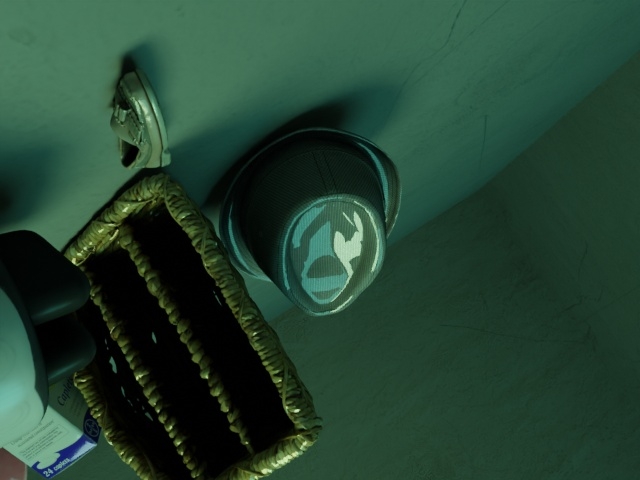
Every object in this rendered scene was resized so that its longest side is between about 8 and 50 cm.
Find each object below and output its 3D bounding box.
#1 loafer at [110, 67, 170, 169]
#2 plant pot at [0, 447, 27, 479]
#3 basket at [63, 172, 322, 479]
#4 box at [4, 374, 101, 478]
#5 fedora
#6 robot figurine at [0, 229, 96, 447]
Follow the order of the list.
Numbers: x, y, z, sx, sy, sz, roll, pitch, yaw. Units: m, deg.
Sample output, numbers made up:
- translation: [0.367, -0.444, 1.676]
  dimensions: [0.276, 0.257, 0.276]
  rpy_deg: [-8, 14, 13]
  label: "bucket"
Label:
- translation: [-0.139, -0.082, 0.416]
  dimensions: [0.039, 0.045, 0.125]
  rpy_deg: [-24, 171, -15]
  label: "loafer"
- translation: [-0.458, 0.247, 0.626]
  dimensions: [0.180, 0.202, 0.201]
  rpy_deg: [0, 149, -44]
  label: "plant pot"
- translation: [-0.160, 0.118, 0.580]
  dimensions: [0.213, 0.299, 0.223]
  rpy_deg: [-31, 173, -7]
  label: "basket"
- translation: [-0.313, 0.166, 0.621]
  dimensions: [0.072, 0.137, 0.126]
  rpy_deg: [-35, -155, 6]
  label: "box"
- translation: [0.000, 0.000, 0.688]
  dimensions: [0.243, 0.124, 0.276]
  rpy_deg: [-2, 132, -16]
  label: "fedora"
- translation: [-0.293, 0.082, 0.345]
  dimensions: [0.173, 0.209, 0.278]
  rpy_deg: [-19, -175, 46]
  label: "robot figurine"
